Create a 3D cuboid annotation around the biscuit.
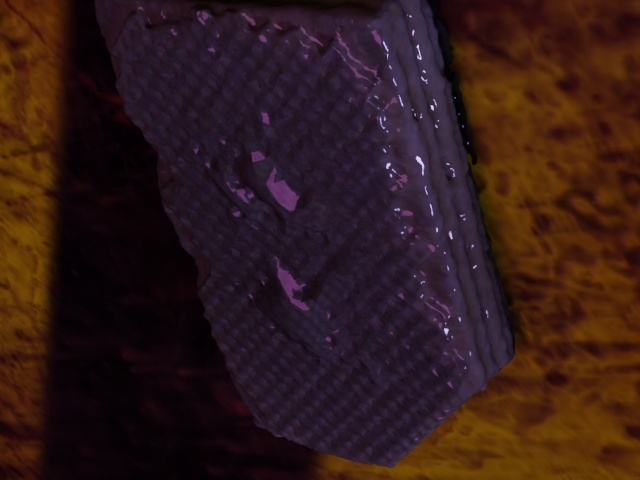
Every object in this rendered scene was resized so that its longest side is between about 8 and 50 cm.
[{"bbox_3d":[0.000,0.000,0.716,0.150,0.052,0.252,12,135,34],"label":"biscuit"}]
